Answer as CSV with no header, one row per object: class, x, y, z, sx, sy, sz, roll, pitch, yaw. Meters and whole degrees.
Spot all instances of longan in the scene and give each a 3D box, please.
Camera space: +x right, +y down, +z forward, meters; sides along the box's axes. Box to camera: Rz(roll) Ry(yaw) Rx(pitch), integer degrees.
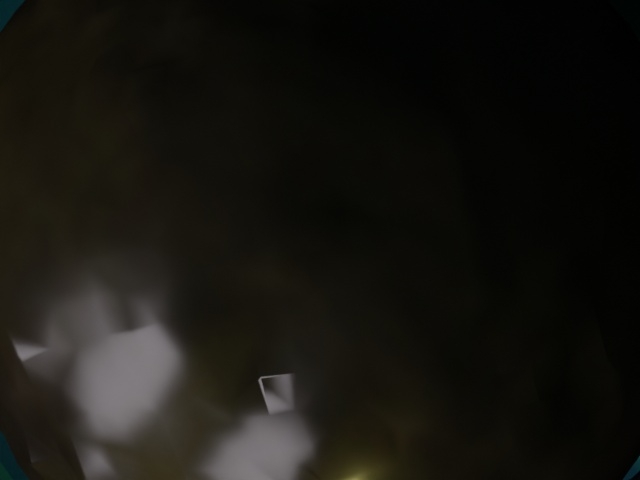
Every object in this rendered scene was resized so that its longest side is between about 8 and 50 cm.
longan,0.001,-0.008,0.952,0.404,0.404,0.436,55,-173,-6

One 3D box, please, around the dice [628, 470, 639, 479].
dice,0.262,0.248,0.852,0.270,0.271,0.270,40,180,-18
